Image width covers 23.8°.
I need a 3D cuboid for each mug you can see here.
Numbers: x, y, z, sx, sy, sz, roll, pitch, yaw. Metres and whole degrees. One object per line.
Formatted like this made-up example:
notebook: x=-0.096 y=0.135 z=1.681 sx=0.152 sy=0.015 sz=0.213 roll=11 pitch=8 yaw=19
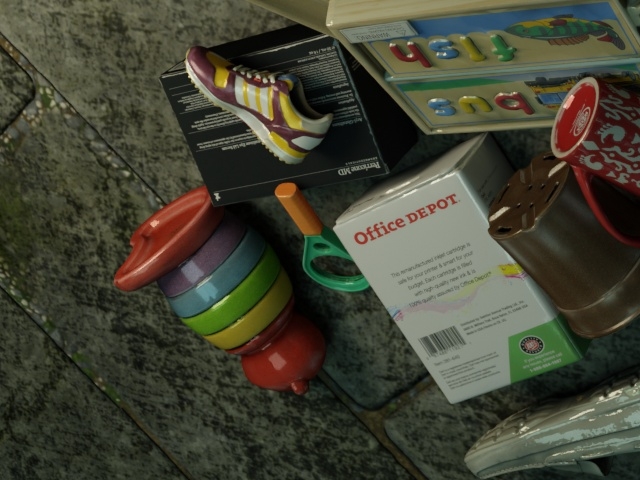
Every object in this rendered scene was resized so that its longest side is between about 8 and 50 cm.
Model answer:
mug: x=0.333 y=-0.083 z=1.591 sx=0.169 sy=0.150 sz=0.113 roll=21 pitch=160 yaw=-17

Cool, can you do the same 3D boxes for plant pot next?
plant pot: x=0.286 y=-0.004 z=1.695 sx=0.165 sy=0.167 sz=0.167 roll=39 pitch=132 yaw=-21

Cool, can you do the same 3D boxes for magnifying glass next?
magnifying glass: x=0.000 y=0.000 z=1.904 sx=0.092 sy=0.026 sz=0.231 roll=-1 pitch=147 yaw=25

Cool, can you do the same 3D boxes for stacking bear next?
stacking bear: x=-0.108 y=0.083 z=2.005 sx=0.164 sy=0.175 sz=0.289 roll=-34 pitch=109 yaw=20

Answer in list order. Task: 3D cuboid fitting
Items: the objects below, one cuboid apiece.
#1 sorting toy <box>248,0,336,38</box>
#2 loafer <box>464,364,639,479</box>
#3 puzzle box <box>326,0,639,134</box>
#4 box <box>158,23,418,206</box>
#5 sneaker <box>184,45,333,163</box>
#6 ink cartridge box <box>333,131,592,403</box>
sorting toy: x=0.077 y=-0.301 z=1.641 sx=0.307 sy=0.041 sz=0.229 roll=20 pitch=137 yaw=-21
loafer: x=0.323 y=0.249 z=1.897 sx=0.319 sy=0.112 sz=0.111 roll=-25 pitch=97 yaw=37
puzzle box: x=0.244 y=-0.200 z=1.599 sx=0.409 sy=0.052 sz=0.272 roll=-2 pitch=157 yaw=30
box: x=-0.039 y=-0.159 z=1.846 sx=0.261 sy=0.103 sz=0.184 roll=-9 pitch=110 yaw=32
sneaker: x=-0.069 y=-0.176 z=1.753 sx=0.185 sy=0.069 sz=0.084 roll=39 pitch=120 yaw=-5
ink cartridge box: x=0.180 y=0.035 z=1.836 sx=0.201 sy=0.117 sz=0.278 roll=-25 pitch=106 yaw=37
